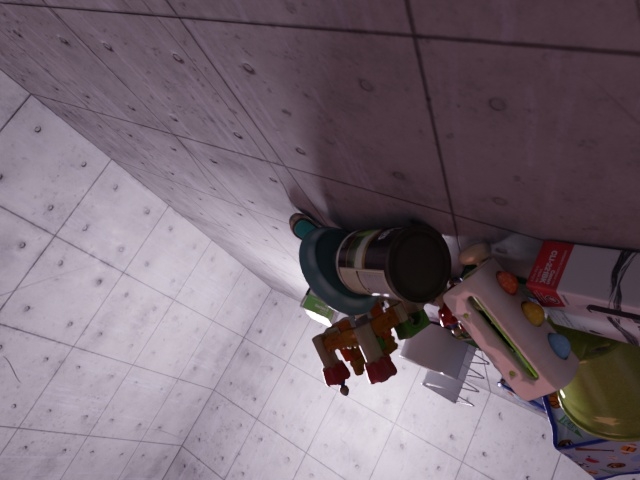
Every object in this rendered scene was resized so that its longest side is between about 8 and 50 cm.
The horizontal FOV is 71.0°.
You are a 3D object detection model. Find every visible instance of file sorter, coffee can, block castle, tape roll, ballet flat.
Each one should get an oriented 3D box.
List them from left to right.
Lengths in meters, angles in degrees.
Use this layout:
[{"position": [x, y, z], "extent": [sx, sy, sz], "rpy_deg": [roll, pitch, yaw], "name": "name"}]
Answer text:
[{"position": [0.000, 0.000, 1.651], "extent": [0.316, 0.107, 0.106], "rpy_deg": [46, 179, -33], "name": "ballet flat"}, {"position": [0.193, 0.064, 1.250], "extent": [0.201, 0.201, 0.275], "rpy_deg": [35, 164, -21], "name": "coffee can"}, {"position": [0.223, 0.308, 1.435], "extent": [0.303, 0.453, 0.213], "rpy_deg": [-27, 87, 50], "name": "block castle"}, {"position": [0.470, 0.448, 1.852], "extent": [0.246, 0.169, 0.246], "rpy_deg": [23, 168, 5], "name": "tape roll"}, {"position": [0.619, 0.564, 1.997], "extent": [0.193, 0.278, 0.173], "rpy_deg": [32, 161, -12], "name": "file sorter"}]

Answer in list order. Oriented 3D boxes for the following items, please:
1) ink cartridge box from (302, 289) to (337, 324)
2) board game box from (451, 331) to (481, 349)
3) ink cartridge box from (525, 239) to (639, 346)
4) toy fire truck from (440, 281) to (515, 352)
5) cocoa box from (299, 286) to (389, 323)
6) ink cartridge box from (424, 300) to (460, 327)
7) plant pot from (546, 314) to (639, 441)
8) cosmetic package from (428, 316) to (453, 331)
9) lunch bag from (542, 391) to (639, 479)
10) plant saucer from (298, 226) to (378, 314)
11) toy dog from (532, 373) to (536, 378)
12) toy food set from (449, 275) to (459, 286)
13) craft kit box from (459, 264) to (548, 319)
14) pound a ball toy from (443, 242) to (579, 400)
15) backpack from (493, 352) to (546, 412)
[{"position": [0.048, 0.190, 1.812], "extent": [0.114, 0.273, 0.198], "rpy_deg": [23, 164, 15], "name": "ink cartridge box"}, {"position": [0.582, 0.356, 1.618], "extent": [0.136, 0.030, 0.260], "rpy_deg": [23, 165, 1], "name": "board game box"}, {"position": [0.576, 0.110, 0.860], "extent": [0.273, 0.114, 0.197], "rpy_deg": [11, 156, 50], "name": "ink cartridge box"}, {"position": [0.400, 0.186, 1.235], "extent": [0.217, 0.158, 0.246], "rpy_deg": [38, 153, -31], "name": "toy fire truck"}, {"position": [0.126, 0.295, 2.081], "extent": [0.347, 0.228, 0.231], "rpy_deg": [24, 170, 23], "name": "cocoa box"}, {"position": [0.481, 0.261, 1.649], "extent": [0.311, 0.065, 0.186], "rpy_deg": [20, 163, 38], "name": "ink cartridge box"}, {"position": [0.656, 0.275, 1.050], "extent": [0.254, 0.276, 0.276], "rpy_deg": [50, 158, -24], "name": "plant pot"}, {"position": [0.465, 0.325, 1.893], "extent": [0.099, 0.060, 0.239], "rpy_deg": [30, 166, -20], "name": "cosmetic package"}, {"position": [0.947, 0.554, 1.375], "extent": [0.385, 0.239, 0.328], "rpy_deg": [-30, 127, 34], "name": "lunch bag"}, {"position": [0.076, 0.082, 1.425], "extent": [0.317, 0.317, 0.044], "rpy_deg": [33, 133, -14], "name": "plant saucer"}, {"position": [0.751, 0.393, 1.286], "extent": [0.220, 0.161, 0.333], "rpy_deg": [51, 162, -24], "name": "toy dog"}, {"position": [0.421, 0.131, 1.418], "extent": [0.122, 0.019, 0.078], "rpy_deg": [27, 168, -24], "name": "toy food set"}, {"position": [0.542, 0.168, 1.243], "extent": [0.250, 0.061, 0.246], "rpy_deg": [17, 158, 40], "name": "craft kit box"}, {"position": [0.418, 0.145, 0.980], "extent": [0.319, 0.208, 0.136], "rpy_deg": [54, 130, 11], "name": "pound a ball toy"}, {"position": [0.754, 0.482, 1.610], "extent": [0.263, 0.213, 0.276], "rpy_deg": [43, 162, -26], "name": "backpack"}]
